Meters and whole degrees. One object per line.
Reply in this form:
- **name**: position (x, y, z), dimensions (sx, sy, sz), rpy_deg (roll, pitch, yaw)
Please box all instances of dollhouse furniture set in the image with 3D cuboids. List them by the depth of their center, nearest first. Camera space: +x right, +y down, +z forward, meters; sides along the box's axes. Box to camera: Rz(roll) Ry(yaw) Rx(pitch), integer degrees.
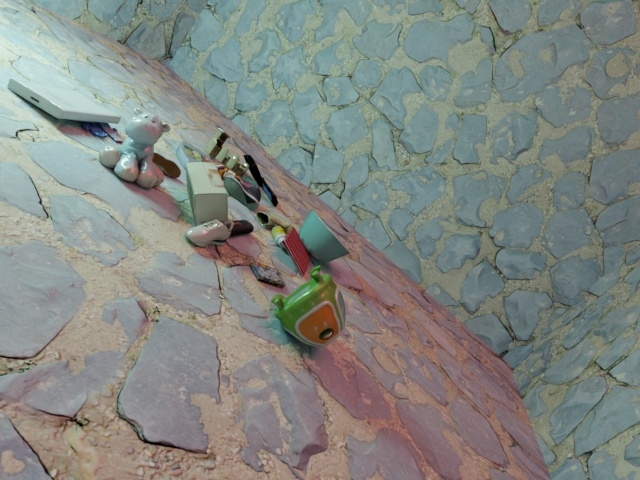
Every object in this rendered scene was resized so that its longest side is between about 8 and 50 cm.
- **dollhouse furniture set**: position (-0.528, -0.514, 2.570), dimensions (0.242, 0.161, 0.212), rpy_deg (35, 0, 9)

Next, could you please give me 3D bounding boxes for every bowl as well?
- **bowl**: position (0.000, 0.000, 2.347), dimensions (0.311, 0.163, 0.311), rpy_deg (48, 3, -3)

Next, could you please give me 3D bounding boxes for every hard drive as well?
- **hard drive**: position (-1.008, -0.550, 1.763), dimensions (0.233, 0.047, 0.353), rpy_deg (31, 15, 2)

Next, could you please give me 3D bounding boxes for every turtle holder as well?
- **turtle holder**: position (-0.035, 0.248, 1.548), dimensions (0.227, 0.243, 0.320), rpy_deg (54, -26, -2)

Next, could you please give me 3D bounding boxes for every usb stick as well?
- **usb stick**: position (-0.373, -0.056, 1.904), dimensions (0.077, 0.045, 0.278), rpy_deg (43, 15, 9)

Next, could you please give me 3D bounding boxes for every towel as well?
- **towel**: position (-0.115, 0.050, 2.137), dimensions (0.198, 0.031, 0.275), rpy_deg (62, 12, -11)

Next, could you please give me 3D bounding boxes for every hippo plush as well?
- **hippo plush**: position (-0.671, -0.361, 1.700), dimensions (0.234, 0.236, 0.294), rpy_deg (35, 15, -15)

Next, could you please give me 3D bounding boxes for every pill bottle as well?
- **pill bottle**: position (-0.199, -0.016, 2.174), dimensions (0.065, 0.065, 0.116), rpy_deg (28, 19, -37)

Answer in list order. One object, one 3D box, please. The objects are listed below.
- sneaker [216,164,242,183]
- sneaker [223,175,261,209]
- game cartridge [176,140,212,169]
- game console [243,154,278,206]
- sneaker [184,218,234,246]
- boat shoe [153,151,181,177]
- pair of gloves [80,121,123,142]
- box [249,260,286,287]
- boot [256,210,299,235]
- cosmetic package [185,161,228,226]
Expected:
- **sneaker**: position (-0.505, -0.357, 2.432), dimensions (0.084, 0.069, 0.185), rpy_deg (42, 14, 33)
- **sneaker**: position (-0.411, -0.274, 2.351), dimensions (0.226, 0.086, 0.163), rpy_deg (45, 23, -18)
- **game cartridge**: position (-0.652, -0.419, 2.296), dimensions (0.196, 0.060, 0.294), rpy_deg (24, 20, -34)
- **game console**: position (-0.361, -0.363, 2.698), dimensions (0.361, 0.044, 0.213), rpy_deg (54, -10, 27)
- **sneaker**: position (-0.415, -0.037, 1.650), dimensions (0.090, 0.095, 0.235), rpy_deg (44, 17, 11)
- **boat shoe**: position (-0.689, -0.333, 1.927), dimensions (0.059, 0.063, 0.170), rpy_deg (15, -18, 39)
- **pair of gloves**: position (-0.921, -0.471, 1.843), dimensions (0.159, 0.023, 0.198), rpy_deg (43, 16, 13)
- **box**: position (-0.210, 0.138, 1.760), dimensions (0.137, 0.027, 0.094), rpy_deg (26, 21, -43)
- **boot**: position (-0.224, -0.079, 2.282), dimensions (0.213, 0.077, 0.165), rpy_deg (39, 13, 20)
- **cosmetic package**: position (-0.470, -0.196, 1.805), dimensions (0.129, 0.153, 0.296), rpy_deg (-5, 36, -21)
